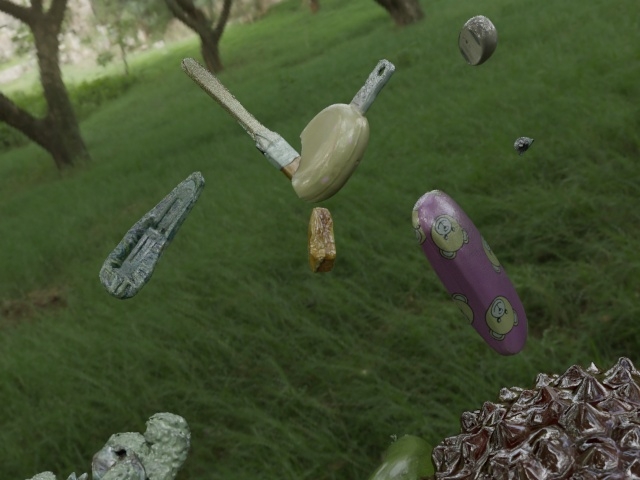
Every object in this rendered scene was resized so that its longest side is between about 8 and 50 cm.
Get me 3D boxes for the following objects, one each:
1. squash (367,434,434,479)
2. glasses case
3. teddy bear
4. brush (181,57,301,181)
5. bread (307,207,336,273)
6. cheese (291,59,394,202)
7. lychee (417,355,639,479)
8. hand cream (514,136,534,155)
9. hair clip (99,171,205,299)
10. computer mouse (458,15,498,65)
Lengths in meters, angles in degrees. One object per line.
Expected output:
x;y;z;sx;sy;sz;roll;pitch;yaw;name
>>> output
0.092;0.261;0.856;0.080;0.071;0.318;-36;-9;11;squash
0.258;0.056;1.352;0.076;0.316;0.123;-26;16;36;glasses case
-0.211;0.249;0.720;0.213;0.111;0.133;-24;-10;-42;teddy bear
-0.137;-0.222;1.489;0.020;0.336;0.085;-45;-1;36;brush
0.000;0.000;1.627;0.053;0.132;0.074;2;-30;-8;bread
0.045;-0.182;1.335;0.249;0.071;0.163;-43;34;30;cheese
0.189;0.219;0.486;0.306;0.306;0.330;-21;9;5;lychee
0.282;-0.133;1.105;0.030;0.019;0.093;-52;-10;14;hand cream
-0.237;-0.010;1.142;0.229;0.066;0.036;-57;9;-27;hair clip
0.256;-0.321;1.272;0.039;0.066;0.096;-28;-11;-10;computer mouse
